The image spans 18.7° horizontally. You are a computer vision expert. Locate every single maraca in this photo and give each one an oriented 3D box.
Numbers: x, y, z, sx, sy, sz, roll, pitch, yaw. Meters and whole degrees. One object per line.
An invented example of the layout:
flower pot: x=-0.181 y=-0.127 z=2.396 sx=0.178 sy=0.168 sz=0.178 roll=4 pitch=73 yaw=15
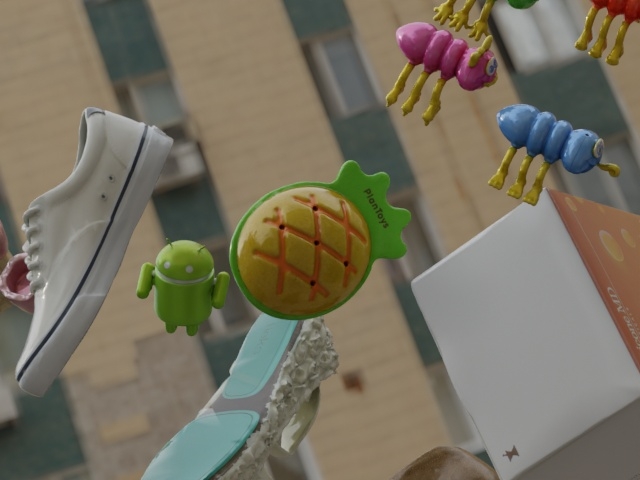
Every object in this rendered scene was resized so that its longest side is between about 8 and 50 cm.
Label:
maraca: x=0.000 y=0.000 z=1.844 sx=0.186 sy=0.127 sz=0.099 roll=-30 pitch=3 yaw=-19

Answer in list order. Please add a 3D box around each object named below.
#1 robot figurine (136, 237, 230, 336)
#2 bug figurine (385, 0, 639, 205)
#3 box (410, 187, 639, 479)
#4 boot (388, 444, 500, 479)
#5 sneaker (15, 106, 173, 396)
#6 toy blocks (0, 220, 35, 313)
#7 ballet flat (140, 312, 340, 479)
robot figurine: x=-0.154 y=0.050 z=2.187 sx=0.101 sy=0.067 sz=0.115 roll=9 pitch=-59 yaw=6
bug figurine: x=0.178 y=-0.160 z=1.601 sx=0.072 sy=0.216 sz=0.279 roll=98 pitch=-162 yaw=-48
box: x=0.277 y=0.105 z=1.814 sx=0.168 sy=0.215 sz=0.345 roll=-37 pitch=-27 yaw=27
boot: x=0.069 y=0.340 z=2.016 sx=0.305 sy=0.115 sz=0.112 roll=-43 pitch=-28 yaw=-9
sneaker: x=-0.215 y=0.006 z=1.652 sx=0.091 sy=0.258 sz=0.094 roll=25 pitch=-21 yaw=-8
toy blocks: x=-0.480 y=0.044 z=2.156 sx=0.288 sy=0.309 sz=0.260 roll=-43 pitch=-39 yaw=-11
ballet flat: x=-0.082 y=0.239 z=2.401 sx=0.147 sy=0.147 sz=0.409 roll=-45 pitch=7 yaw=50
